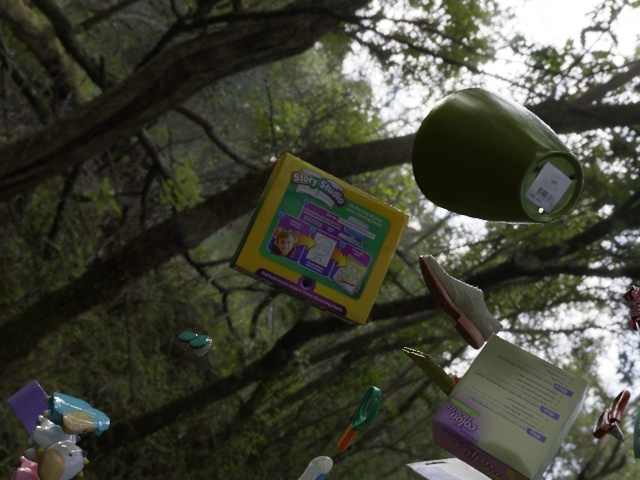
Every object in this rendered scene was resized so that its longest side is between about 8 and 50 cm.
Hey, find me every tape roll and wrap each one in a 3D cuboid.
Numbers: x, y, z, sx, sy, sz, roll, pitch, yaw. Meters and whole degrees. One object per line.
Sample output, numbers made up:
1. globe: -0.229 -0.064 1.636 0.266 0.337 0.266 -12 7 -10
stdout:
1. tape roll: -0.676 0.439 1.614 0.189 0.080 0.189 39 -27 25

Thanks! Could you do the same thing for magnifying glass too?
1. magnifying glass: 0.096 0.458 1.673 0.092 0.026 0.231 -82 -166 -55

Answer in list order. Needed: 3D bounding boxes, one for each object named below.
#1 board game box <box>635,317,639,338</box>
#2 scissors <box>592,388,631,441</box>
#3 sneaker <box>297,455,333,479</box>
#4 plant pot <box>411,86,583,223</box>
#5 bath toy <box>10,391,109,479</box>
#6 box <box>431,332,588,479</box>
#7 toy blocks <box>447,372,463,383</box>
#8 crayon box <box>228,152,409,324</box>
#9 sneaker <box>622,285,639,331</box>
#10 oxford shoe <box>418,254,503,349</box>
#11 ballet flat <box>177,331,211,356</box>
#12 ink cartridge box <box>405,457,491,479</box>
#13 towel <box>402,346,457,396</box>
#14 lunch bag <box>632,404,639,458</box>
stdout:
1. board game box: 0.679 0.149 1.222 0.141 0.170 0.048 42 25 -54
2. scissors: 0.531 0.349 1.209 0.021 0.109 0.297 38 19 17
3. sneaker: -0.023 0.681 1.867 0.058 0.152 0.084 27 -55 22
4. plant pot: 0.367 -0.142 1.303 0.275 0.275 0.293 61 -6 -27
5. bath toy: -0.544 0.480 1.315 0.129 0.348 0.151 24 13 -22
6. box: 0.382 0.351 1.336 0.213 0.243 0.117 26 -31 30
7. toy blocks: 0.508 0.509 2.347 0.148 0.054 0.123 9 -9 37
8. crayon box: 0.000 0.000 1.679 0.363 0.313 0.106 26 -13 -12
9. sneaker: 0.824 0.176 1.736 0.067 0.118 0.042 30 -24 -8
10. oxford shoe: 0.507 0.203 2.423 0.397 0.146 0.140 56 -8 14
11. ballet flat: -0.309 0.266 1.670 0.168 0.057 0.052 5 -59 60
12. ink cartridge box: 0.385 0.687 1.856 0.371 0.176 0.069 167 -79 -76
13. towel: 0.296 0.345 1.606 0.237 0.021 0.102 46 -20 -23
14. lunch bag: 0.856 0.413 1.508 0.223 0.262 0.160 -6 -58 45
